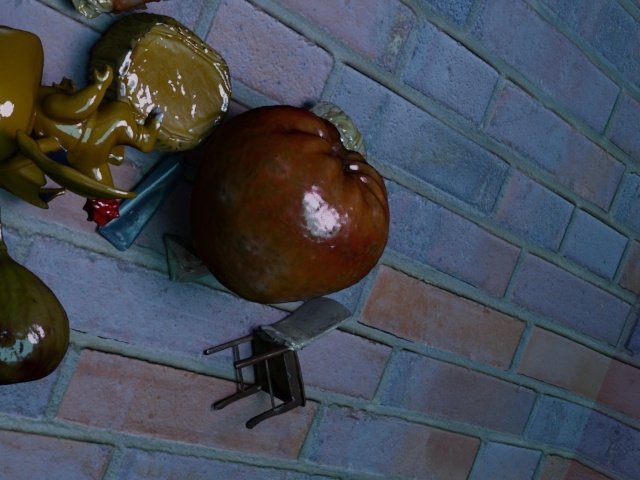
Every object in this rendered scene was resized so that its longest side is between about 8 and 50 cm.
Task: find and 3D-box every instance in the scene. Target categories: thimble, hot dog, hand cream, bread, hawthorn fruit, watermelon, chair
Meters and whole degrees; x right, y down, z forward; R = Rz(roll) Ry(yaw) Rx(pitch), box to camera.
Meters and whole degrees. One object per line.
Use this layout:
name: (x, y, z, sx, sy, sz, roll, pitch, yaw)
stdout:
thimble: (0.003, -0.202, 2.019, 0.143, 0.137, 0.190, -42, 114, -20)
hot dog: (-0.353, -0.470, 1.640, 0.213, 0.103, 0.146, -17, 136, -27)
hand cream: (-0.340, -0.084, 1.823, 0.224, 0.048, 0.083, -52, 134, -9)
bread: (-0.297, -0.289, 1.720, 0.253, 0.142, 0.227, 37, 80, -39)
hawthorn fruit: (-0.084, -0.052, 1.789, 0.402, 0.402, 0.403, -15, 114, -37)
watermelon: (-0.253, 0.048, 1.927, 0.155, 0.080, 0.101, -4, 119, -54)
chair: (-0.084, 0.267, 2.092, 0.319, 0.160, 0.186, -21, 112, -34)

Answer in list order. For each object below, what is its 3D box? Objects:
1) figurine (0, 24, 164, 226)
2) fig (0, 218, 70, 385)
figurine: (-0.457, -0.185, 1.458, 0.387, 0.401, 0.268, 19, 91, -32)
fig: (-0.544, 0.090, 1.624, 0.217, 0.217, 0.321, 2, 81, -42)
